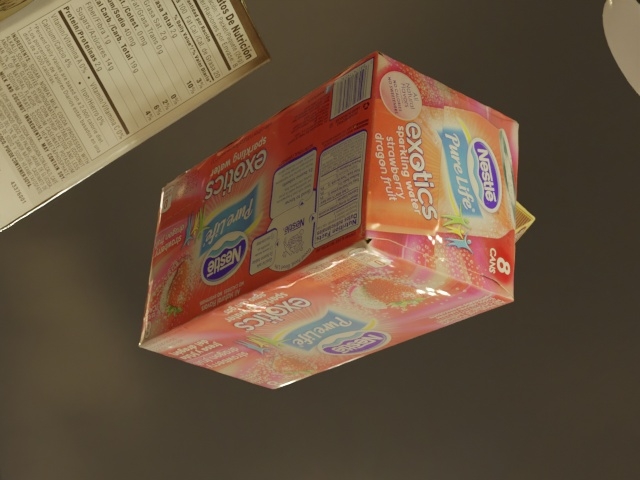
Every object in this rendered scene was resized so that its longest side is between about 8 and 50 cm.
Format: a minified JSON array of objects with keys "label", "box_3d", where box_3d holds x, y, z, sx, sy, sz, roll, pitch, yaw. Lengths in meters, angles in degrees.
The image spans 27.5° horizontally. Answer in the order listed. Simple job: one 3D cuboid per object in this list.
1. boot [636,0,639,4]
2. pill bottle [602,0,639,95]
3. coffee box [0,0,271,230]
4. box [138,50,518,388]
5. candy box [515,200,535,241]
[{"label":"boot","box_3d":[0.171,-0.266,0.806,0.246,0.094,0.207,60,11,-26]},{"label":"pill bottle","box_3d":[0.369,-0.218,0.997,0.169,0.301,0.169,52,-11,15]},{"label":"coffee box","box_3d":[-0.207,-0.108,0.923,0.168,0.297,0.119,17,-42,61]},{"label":"box","box_3d":[0.000,0.000,1.006,0.300,0.142,0.154,-27,-130,48]},{"label":"candy box","box_3d":[0.085,-0.021,1.431,0.183,0.316,0.087,46,-56,14]}]
